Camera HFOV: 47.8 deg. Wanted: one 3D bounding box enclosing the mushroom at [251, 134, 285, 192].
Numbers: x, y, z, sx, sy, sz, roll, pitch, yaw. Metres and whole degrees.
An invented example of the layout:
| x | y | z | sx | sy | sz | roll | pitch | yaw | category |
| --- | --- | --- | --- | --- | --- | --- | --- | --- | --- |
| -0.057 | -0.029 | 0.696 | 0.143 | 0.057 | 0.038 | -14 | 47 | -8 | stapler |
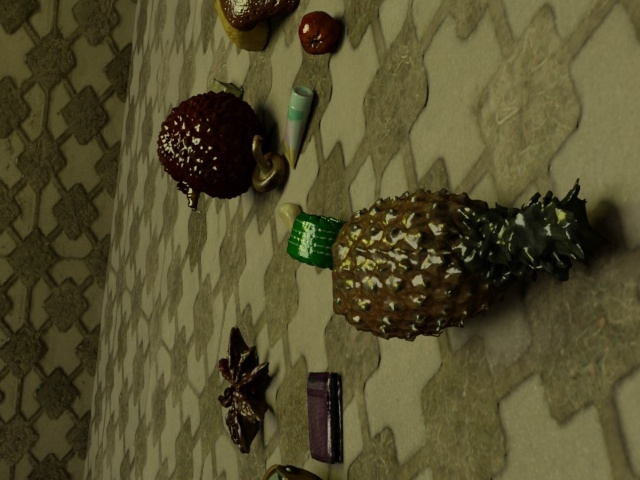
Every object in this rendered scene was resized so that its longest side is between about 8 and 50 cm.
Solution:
| x | y | z | sx | sy | sz | roll | pitch | yaw | category |
| --- | --- | --- | --- | --- | --- | --- | --- | --- | --- |
| -0.117 | -0.175 | 1.617 | 0.088 | 0.072 | 0.130 | 19 | 120 | 52 | mushroom |

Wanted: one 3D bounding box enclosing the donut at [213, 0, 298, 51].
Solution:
| x | y | z | sx | sy | sz | roll | pitch | yaw | category |
| --- | --- | --- | --- | --- | --- | --- | --- | --- | --- |
| -0.159 | -0.540 | 1.687 | 0.295 | 0.151 | 0.112 | -34 | 66 | 56 | donut |

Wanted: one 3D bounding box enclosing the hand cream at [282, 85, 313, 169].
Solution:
| x | y | z | sx | sy | sz | roll | pitch | yaw | category |
| --- | --- | --- | --- | --- | --- | --- | --- | --- | --- |
| -0.053 | -0.243 | 1.546 | 0.076 | 0.047 | 0.174 | -115 | 30 | -42 | hand cream |

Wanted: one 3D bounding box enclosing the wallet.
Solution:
| x | y | z | sx | sy | sz | roll | pitch | yaw | category |
| --- | --- | --- | --- | --- | --- | --- | --- | --- | --- |
| 0.002 | 0.330 | 1.355 | 0.111 | 0.030 | 0.166 | -20 | 69 | 60 | wallet |

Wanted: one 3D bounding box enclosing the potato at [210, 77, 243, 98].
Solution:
| x | y | z | sx | sy | sz | roll | pitch | yaw | category |
| --- | --- | --- | --- | --- | --- | --- | --- | --- | --- |
| -0.256 | -0.388 | 1.943 | 0.122 | 0.061 | 0.086 | 42 | 121 | 57 | potato |

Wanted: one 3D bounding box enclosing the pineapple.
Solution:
| x | y | z | sx | sy | sz | roll | pitch | yaw | category |
| --- | --- | --- | --- | --- | --- | --- | --- | --- | --- |
| 0.175 | 0.016 | 0.898 | 0.362 | 0.201 | 0.202 | -19 | 69 | 53 | pineapple |

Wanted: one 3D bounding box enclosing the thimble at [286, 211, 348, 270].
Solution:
| x | y | z | sx | sy | sz | roll | pitch | yaw | category |
| --- | --- | --- | --- | --- | --- | --- | --- | --- | --- |
| 0.000 | 0.000 | 1.318 | 0.130 | 0.118 | 0.090 | 19 | 99 | 44 | thimble |

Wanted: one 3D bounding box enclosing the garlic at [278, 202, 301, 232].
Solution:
| x | y | z | sx | sy | sz | roll | pitch | yaw | category |
| --- | --- | --- | --- | --- | --- | --- | --- | --- | --- |
| -0.064 | -0.051 | 1.538 | 0.083 | 0.041 | 0.053 | 62 | 145 | 35 | garlic |

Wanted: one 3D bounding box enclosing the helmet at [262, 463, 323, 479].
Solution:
| x | y | z | sx | sy | sz | roll | pitch | yaw | category |
| --- | --- | --- | --- | --- | --- | --- | --- | --- | --- |
| -0.029 | 0.503 | 1.285 | 0.224 | 0.129 | 0.199 | -142 | 62 | -71 | helmet |

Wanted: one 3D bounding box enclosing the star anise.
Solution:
| x | y | z | sx | sy | sz | roll | pitch | yaw | category |
| --- | --- | --- | --- | --- | --- | --- | --- | --- | --- |
| -0.179 | 0.340 | 1.655 | 0.288 | 0.088 | 0.289 | -22 | 65 | 59 | star anise |

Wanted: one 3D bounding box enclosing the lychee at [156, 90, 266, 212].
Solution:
| x | y | z | sx | sy | sz | roll | pitch | yaw | category |
| --- | --- | --- | --- | --- | --- | --- | --- | --- | --- |
| -0.259 | -0.213 | 1.704 | 0.264 | 0.264 | 0.300 | -10 | 59 | 62 | lychee |

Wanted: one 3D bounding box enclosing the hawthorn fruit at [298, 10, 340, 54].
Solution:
| x | y | z | sx | sy | sz | roll | pitch | yaw | category |
| --- | --- | --- | --- | --- | --- | --- | --- | --- | --- |
| -0.002 | -0.414 | 1.431 | 0.093 | 0.093 | 0.093 | -16 | 72 | 62 | hawthorn fruit |
